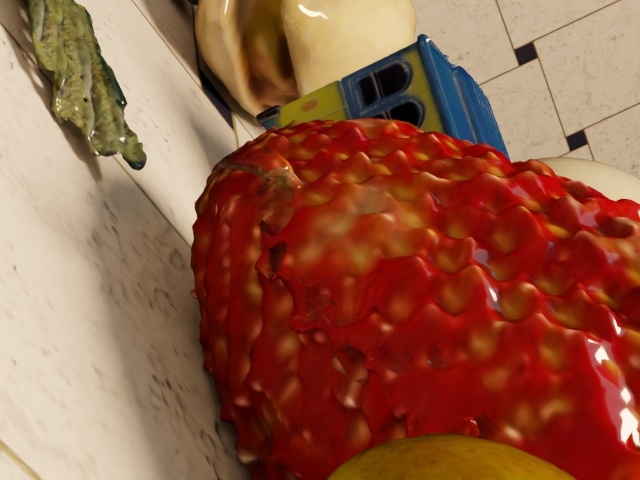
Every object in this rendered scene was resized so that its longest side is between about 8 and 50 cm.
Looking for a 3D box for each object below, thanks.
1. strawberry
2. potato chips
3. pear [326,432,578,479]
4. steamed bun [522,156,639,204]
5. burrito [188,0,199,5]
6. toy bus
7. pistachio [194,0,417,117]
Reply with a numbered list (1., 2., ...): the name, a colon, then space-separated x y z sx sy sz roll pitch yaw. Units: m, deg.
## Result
1. strawberry: 0.062 0.062 0.650 0.343 0.292 0.292 38 8 7
2. potato chips: -0.154 -0.120 0.744 0.092 0.028 0.207 46 14 -45
3. pear: 0.055 0.168 0.420 0.200 0.200 0.200 55 11 -15
4. steamed bun: 0.230 0.110 1.086 0.374 0.334 0.334 67 13 18
5. burrito: -0.126 -0.260 1.235 0.074 0.044 0.118 45 9 7
6. toy bus: 0.071 0.015 0.924 0.138 0.175 0.287 35 35 -58
7. pistachio: -0.013 -0.213 1.179 0.318 0.193 0.214 -12 105 -78
